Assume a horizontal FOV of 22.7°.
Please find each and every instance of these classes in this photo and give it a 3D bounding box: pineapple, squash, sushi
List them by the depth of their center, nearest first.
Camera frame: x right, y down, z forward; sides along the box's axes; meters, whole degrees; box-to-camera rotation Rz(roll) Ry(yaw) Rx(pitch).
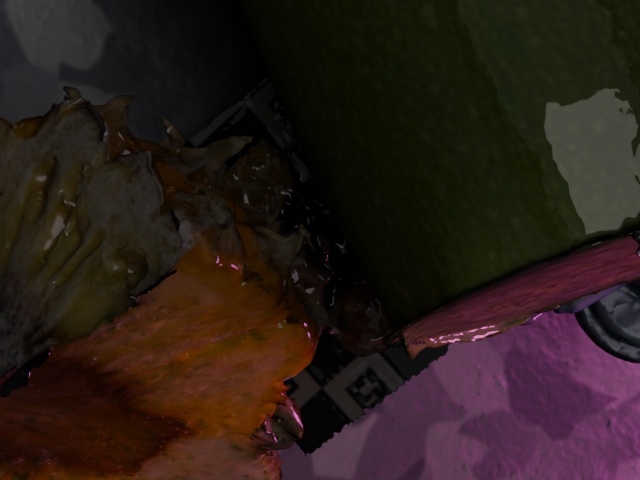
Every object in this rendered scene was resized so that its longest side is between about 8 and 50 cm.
[{"bbox_3d":[0.086,-0.145,0.912,0.263,0.263,0.384,-19,81,-20],"label":"squash"},{"bbox_3d":[-0.137,0.042,0.979,0.286,0.344,0.209,26,39,-52],"label":"pineapple"},{"bbox_3d":[0.000,0.000,1.012,0.192,0.050,0.215,-37,87,5],"label":"sushi"}]

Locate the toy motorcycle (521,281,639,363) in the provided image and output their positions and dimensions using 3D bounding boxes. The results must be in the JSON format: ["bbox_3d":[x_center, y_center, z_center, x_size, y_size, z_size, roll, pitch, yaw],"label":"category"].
[{"bbox_3d":[0.216,-0.085,1.083,0.241,0.182,0.319,33,83,-21],"label":"toy motorcycle"}]
